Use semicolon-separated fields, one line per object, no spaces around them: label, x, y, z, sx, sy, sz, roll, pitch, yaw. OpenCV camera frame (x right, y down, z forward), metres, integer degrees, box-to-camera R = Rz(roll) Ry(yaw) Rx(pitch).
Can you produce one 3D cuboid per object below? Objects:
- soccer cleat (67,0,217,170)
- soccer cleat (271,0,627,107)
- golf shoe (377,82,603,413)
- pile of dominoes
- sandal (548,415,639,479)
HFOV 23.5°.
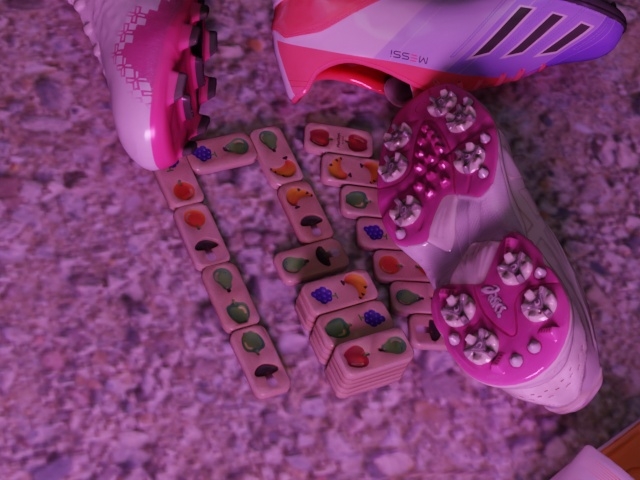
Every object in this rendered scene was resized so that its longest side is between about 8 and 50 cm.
soccer cleat;-0.155;-0.190;1.256;0.143;0.116;0.331;1;53;5
soccer cleat;0.112;-0.165;1.316;0.318;0.108;0.116;3;78;-17
golf shoe;0.131;0.009;1.196;0.115;0.140;0.306;-31;47;18
pile of dominoes;0.000;0.000;1.198;0.196;0.040;0.251;-15;62;-23
sandal;0.221;0.182;1.110;0.102;0.076;0.265;42;56;15
